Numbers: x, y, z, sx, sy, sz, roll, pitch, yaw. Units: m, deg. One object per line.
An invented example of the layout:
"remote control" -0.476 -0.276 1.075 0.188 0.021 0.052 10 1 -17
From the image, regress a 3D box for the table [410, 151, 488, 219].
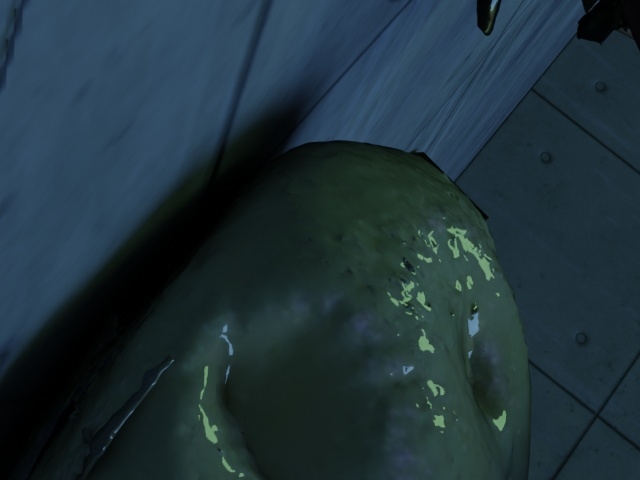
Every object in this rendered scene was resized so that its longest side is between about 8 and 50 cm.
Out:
"table" 0.085 -0.019 1.222 0.082 0.083 0.070 -45 174 11

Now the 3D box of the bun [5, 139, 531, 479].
"bun" -0.023 0.096 0.523 0.273 0.168 0.273 -54 -177 4

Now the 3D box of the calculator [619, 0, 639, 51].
"calculator" 0.181 -0.172 0.526 0.220 0.048 0.330 -49 150 -6

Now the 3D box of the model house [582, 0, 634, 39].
"model house" 0.354 -0.288 1.454 0.248 0.176 0.181 -15 147 -55

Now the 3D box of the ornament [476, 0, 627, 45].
"ornament" 0.161 -0.187 0.619 0.236 0.080 0.202 -50 175 -16
